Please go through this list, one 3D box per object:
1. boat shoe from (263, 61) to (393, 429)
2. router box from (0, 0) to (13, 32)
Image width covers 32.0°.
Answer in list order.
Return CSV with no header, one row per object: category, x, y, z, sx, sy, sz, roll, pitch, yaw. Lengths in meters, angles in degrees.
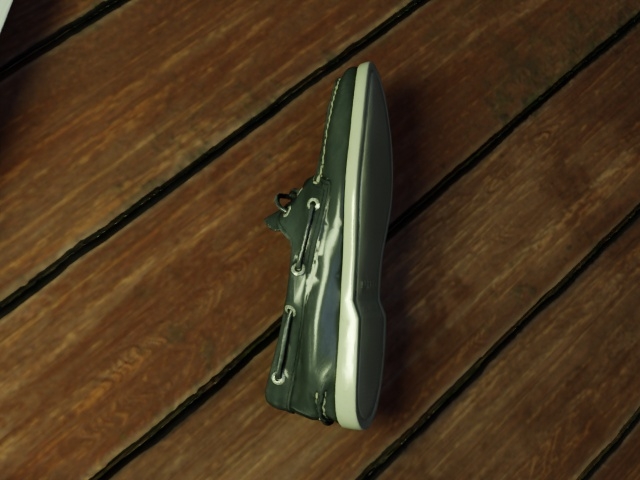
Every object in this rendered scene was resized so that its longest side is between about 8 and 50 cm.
boat shoe,0.001,0.001,1.038,0.113,0.127,0.340,0,86,19
router box,-0.434,-0.127,0.876,0.301,0.082,0.335,21,72,-19
